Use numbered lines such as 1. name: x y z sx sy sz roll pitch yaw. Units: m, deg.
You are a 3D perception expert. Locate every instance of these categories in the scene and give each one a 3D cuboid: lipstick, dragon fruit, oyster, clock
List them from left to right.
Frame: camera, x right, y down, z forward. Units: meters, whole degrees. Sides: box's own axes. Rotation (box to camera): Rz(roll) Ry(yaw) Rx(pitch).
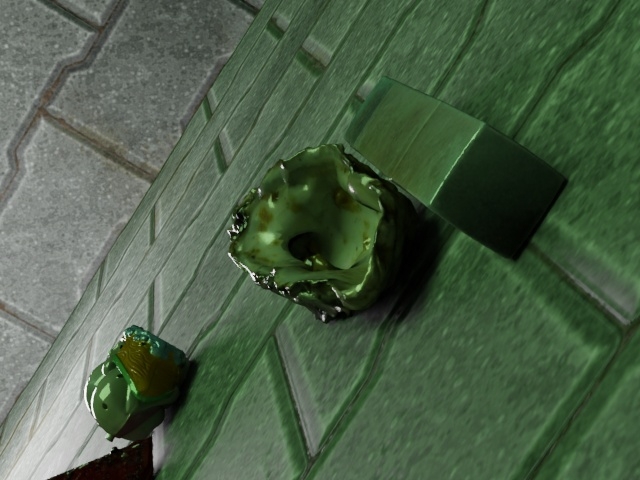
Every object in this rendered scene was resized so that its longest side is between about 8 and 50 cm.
1. dragon fruit: -0.257 0.294 1.583 0.162 0.083 0.106 -27 -5 -1
2. clock: -0.240 0.187 1.697 0.144 0.103 0.231 -62 11 -7
3. oyster: 0.003 0.004 1.192 0.341 0.110 0.166 -24 47 64
4. lipstick: 0.095 -0.070 1.076 0.076 0.080 0.371 -56 14 6
